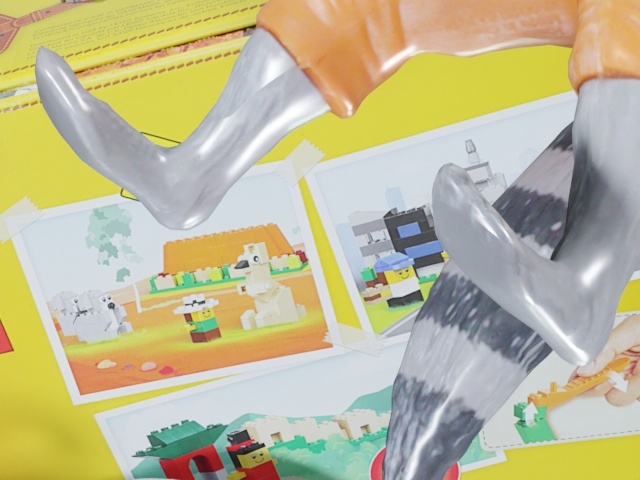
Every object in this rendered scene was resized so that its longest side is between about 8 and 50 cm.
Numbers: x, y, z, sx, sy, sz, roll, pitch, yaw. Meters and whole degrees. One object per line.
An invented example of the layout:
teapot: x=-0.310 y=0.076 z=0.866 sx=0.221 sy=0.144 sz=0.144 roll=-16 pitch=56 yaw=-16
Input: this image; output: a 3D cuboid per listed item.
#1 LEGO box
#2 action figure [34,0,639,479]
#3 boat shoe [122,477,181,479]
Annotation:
LEGO box: x=0.000 y=0.000 z=1.105 sx=0.500 sy=0.372 sz=0.193 roll=-13 pitch=-149 yaw=8
action figure: x=0.085 y=-0.091 z=0.585 sx=0.330 sy=0.178 sz=0.341 roll=-36 pitch=-163 yaw=-23
boat shoe: x=-0.152 y=0.187 z=0.994 sx=0.267 sy=0.088 sz=0.096 roll=-3 pitch=126 yaw=-12
